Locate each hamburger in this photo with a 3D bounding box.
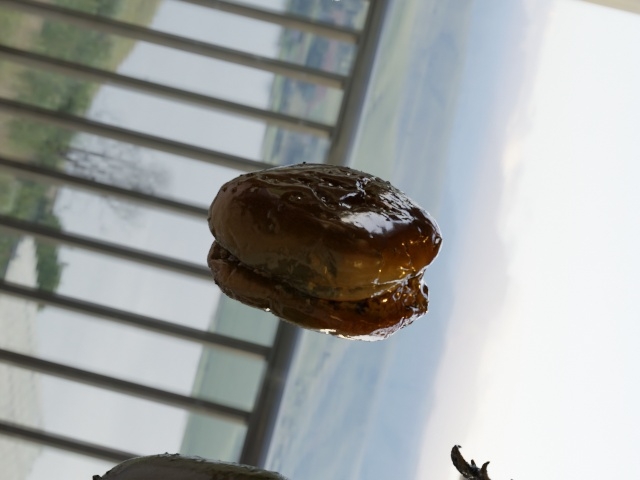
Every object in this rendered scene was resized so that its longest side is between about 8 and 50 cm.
[{"bbox_3d":[0.000,0.000,1.685,0.290,0.314,0.170,-30,137,-61],"label":"hamburger"}]

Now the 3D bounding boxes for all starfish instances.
[{"bbox_3d":[0.169,0.244,1.361,0.028,0.078,0.091,-52,175,-12],"label":"starfish"}]

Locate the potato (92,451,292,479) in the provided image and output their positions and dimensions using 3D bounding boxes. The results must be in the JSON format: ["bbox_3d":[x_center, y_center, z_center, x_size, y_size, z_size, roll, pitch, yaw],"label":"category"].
[{"bbox_3d":[-0.133,0.379,1.532,0.270,0.359,0.219,57,48,-25],"label":"potato"}]
